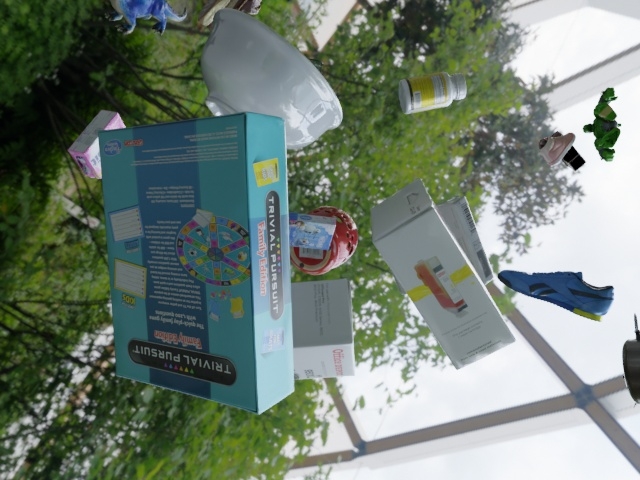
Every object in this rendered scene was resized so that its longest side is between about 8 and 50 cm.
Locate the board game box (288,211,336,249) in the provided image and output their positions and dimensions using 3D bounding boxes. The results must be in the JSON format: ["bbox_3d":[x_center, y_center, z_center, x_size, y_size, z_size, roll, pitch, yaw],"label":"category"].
[{"bbox_3d":[-0.021,-0.017,0.978,0.090,0.089,0.020,105,-11,-55],"label":"board game box"}]

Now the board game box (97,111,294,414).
[{"bbox_3d":[-0.162,0.022,0.642,0.253,0.336,0.079,3,-172,31],"label":"board game box"}]

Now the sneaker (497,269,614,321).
[{"bbox_3d":[0.460,0.084,0.985,0.069,0.209,0.082,-15,122,-60],"label":"sneaker"}]

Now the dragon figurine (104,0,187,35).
[{"bbox_3d":[-0.366,-0.521,1.058,0.289,0.085,0.144,-24,156,-47],"label":"dragon figurine"}]

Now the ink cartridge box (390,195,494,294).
[{"bbox_3d":[0.405,0.033,1.842,0.091,0.308,0.385,-28,-172,-39],"label":"ink cartridge box"}]

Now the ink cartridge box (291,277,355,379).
[{"bbox_3d":[-0.114,0.233,1.226,0.285,0.394,0.166,81,5,-61],"label":"ink cartridge box"}]

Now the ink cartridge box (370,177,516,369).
[{"bbox_3d":[0.284,0.071,1.232,0.160,0.385,0.279,-31,-166,13],"label":"ink cartridge box"}]

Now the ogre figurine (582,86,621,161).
[{"bbox_3d":[0.820,-0.327,1.449,0.096,0.197,0.118,-22,180,17],"label":"ogre figurine"}]

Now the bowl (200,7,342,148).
[{"bbox_3d":[-0.114,-0.259,0.921,0.134,0.297,0.298,-54,-162,-7],"label":"bowl"}]

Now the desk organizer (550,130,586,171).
[{"bbox_3d":[0.768,-0.278,1.567,0.047,0.130,0.050,-44,-156,17],"label":"desk organizer"}]

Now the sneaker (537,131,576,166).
[{"bbox_3d":[0.631,-0.264,1.346,0.134,0.070,0.051,-47,-178,-26],"label":"sneaker"}]

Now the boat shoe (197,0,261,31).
[{"bbox_3d":[-0.246,-0.801,1.651,0.342,0.123,0.123,-35,-141,19],"label":"boat shoe"}]

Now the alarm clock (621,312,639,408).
[{"bbox_3d":[0.633,0.239,0.990,0.064,0.129,0.192,-9,-94,39],"label":"alarm clock"}]

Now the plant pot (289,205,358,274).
[{"bbox_3d":[0.000,0.000,1.507,0.191,0.191,0.174,-45,173,23],"label":"plant pot"}]

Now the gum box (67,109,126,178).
[{"bbox_3d":[-0.657,-0.285,1.499,0.107,0.062,0.188,80,28,-54],"label":"gum box"}]

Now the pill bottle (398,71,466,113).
[{"bbox_3d":[0.210,-0.280,0.945,0.116,0.065,0.065,-10,-157,-1],"label":"pill bottle"}]

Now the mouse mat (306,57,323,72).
[{"bbox_3d":[-0.071,-0.478,1.362,0.190,0.152,0.007,-108,-152,-82],"label":"mouse mat"}]
